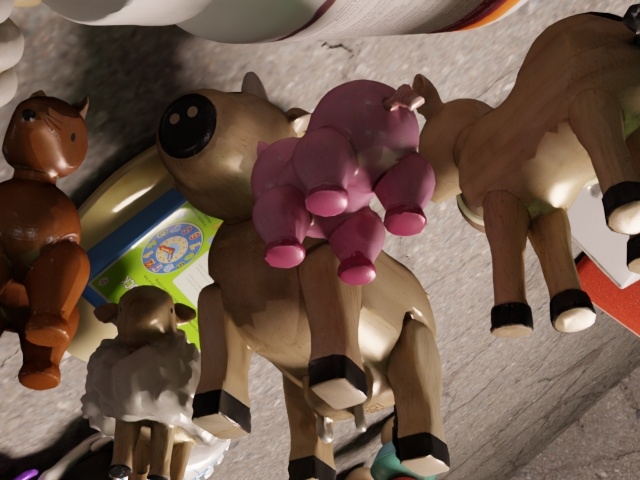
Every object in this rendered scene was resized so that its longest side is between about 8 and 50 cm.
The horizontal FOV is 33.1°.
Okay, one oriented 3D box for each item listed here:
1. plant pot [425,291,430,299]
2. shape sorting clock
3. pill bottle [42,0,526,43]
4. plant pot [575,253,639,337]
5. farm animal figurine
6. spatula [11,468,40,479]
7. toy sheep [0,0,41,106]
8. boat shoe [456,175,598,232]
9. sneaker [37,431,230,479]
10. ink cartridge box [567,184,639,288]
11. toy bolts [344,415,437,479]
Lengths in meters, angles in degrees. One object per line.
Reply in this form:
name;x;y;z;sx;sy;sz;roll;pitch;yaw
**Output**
plant pot;0.026;0.058;0.876;0.096;0.109;0.109;-54;156;4
shape sorting clock;-0.080;0.005;0.683;0.206;0.040;0.206;-30;146;-23
pill bottle;-0.005;-0.140;0.426;0.221;0.121;0.121;-14;146;-45
plant pot;0.532;0.030;1.419;0.267;0.267;0.236;1;123;-57
farm animal figurine;0.000;0.000;0.542;0.330;0.172;0.327;-7;145;9
spatula;-0.240;0.146;0.715;0.084;0.030;0.296;-34;157;-21
toy sheep;-0.151;-0.066;0.390;0.091;0.091;0.132;-3;120;-55
boat shoe;0.228;-0.100;0.899;0.257;0.095;0.095;-35;151;-9
sneaker;-0.143;0.171;0.853;0.190;0.071;0.083;-29;156;-30
ink cartridge box;0.411;-0.098;1.139;0.289;0.121;0.211;-26;154;-28
toy bolts;0.049;0.322;1.422;0.218;0.159;0.228;29;129;-23
